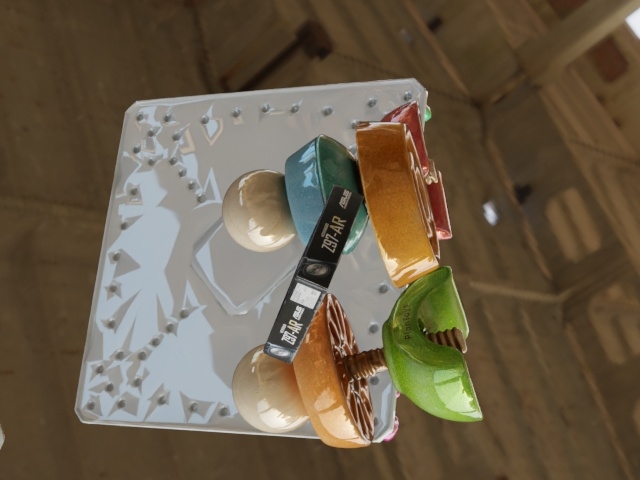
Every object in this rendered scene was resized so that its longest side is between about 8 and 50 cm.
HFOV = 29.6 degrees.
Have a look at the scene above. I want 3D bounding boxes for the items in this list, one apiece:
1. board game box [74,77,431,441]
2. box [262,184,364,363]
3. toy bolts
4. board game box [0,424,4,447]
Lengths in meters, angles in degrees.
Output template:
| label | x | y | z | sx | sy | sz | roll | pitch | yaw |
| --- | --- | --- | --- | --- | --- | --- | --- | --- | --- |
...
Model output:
| label | x | y | z | sx | sy | sz | roll | pitch | yaw |
| --- | --- | --- | --- | --- | --- | --- | --- | --- | --- |
| board game box | -0.074 | 0.022 | 1.346 | 0.050 | 0.390 | 0.390 | 34 | -121 | -58 |
| box | -0.004 | 0.019 | 0.657 | 0.018 | 0.083 | 0.067 | 23 | -126 | -1 |
| toy bolts | 0.000 | 0.000 | 0.796 | 0.228 | 0.158 | 0.218 | -92 | -15 | -47 |
| board game box | -0.278 | 0.093 | 0.692 | 0.242 | 0.064 | 0.316 | -78 | -11 | -51 |
